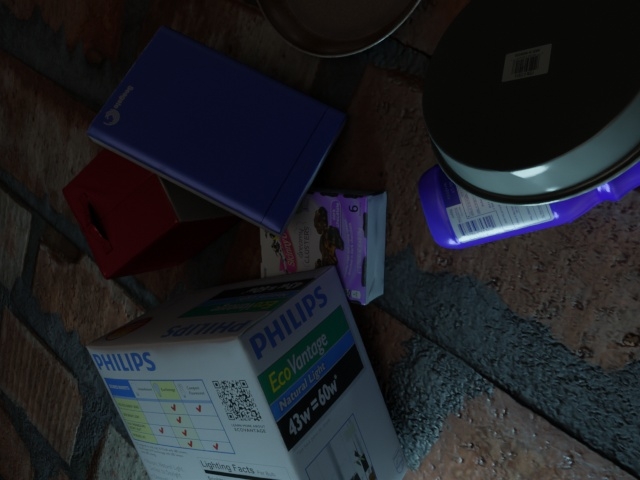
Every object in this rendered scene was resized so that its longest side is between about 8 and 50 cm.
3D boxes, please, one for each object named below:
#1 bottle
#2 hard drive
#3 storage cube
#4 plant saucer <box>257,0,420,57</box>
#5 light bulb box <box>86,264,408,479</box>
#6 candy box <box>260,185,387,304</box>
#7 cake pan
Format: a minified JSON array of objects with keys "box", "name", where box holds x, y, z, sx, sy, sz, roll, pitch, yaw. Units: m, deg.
[{"box":[0.263,-0.073,0.616,0.283,0.092,0.118,-18,90,34],"name":"bottle"},{"box":[-0.150,-0.168,0.767,0.319,0.040,0.210,27,76,5],"name":"hard drive"},{"box":[-0.283,-0.068,0.899,0.193,0.215,0.183,-33,81,26],"name":"storage cube"},{"box":[0.035,-0.415,0.716,0.311,0.050,0.310,8,105,31],"name":"plant saucer"},{"box":[-0.111,0.260,0.801,0.358,0.225,0.360,-11,104,37],"name":"light bulb box"},{"box":[0.000,0.000,0.811,0.196,0.070,0.164,7,105,31],"name":"candy box"},{"box":[0.233,-0.183,0.559,0.293,0.054,0.293,-18,63,39],"name":"cake pan"}]
